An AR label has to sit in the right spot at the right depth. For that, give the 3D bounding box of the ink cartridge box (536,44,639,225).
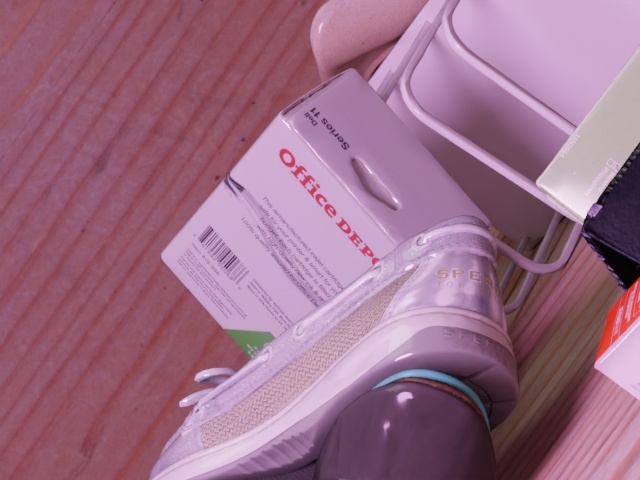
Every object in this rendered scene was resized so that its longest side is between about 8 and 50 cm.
[{"bbox_3d":[0.218,-0.070,0.935,0.171,0.056,0.235,-54,-22,8],"label":"ink cartridge box"}]

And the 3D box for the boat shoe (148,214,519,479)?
[{"bbox_3d":[-0.001,0.097,0.965,0.320,0.118,0.103,-42,35,46],"label":"boat shoe"}]

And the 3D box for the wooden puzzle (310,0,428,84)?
[{"bbox_3d":[0.143,-0.197,1.429,0.322,0.080,0.348,-26,-18,-2],"label":"wooden puzzle"}]

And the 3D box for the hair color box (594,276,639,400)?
[{"bbox_3d":[0.165,0.009,0.556,0.141,0.072,0.043,-51,3,31],"label":"hair color box"}]

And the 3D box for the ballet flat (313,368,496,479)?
[{"bbox_3d":[0.024,0.176,0.889,0.280,0.095,0.096,112,-179,-54],"label":"ballet flat"}]

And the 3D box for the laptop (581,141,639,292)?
[{"bbox_3d":[0.241,-0.055,0.740,0.234,0.136,0.264,-53,-24,0],"label":"laptop"}]

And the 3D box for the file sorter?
[{"bbox_3d":[0.126,-0.073,1.207,0.278,0.193,0.173,-51,5,49],"label":"file sorter"}]

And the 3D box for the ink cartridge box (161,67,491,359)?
[{"bbox_3d":[0.000,0.000,1.154,0.087,0.153,0.208,-39,-3,-40],"label":"ink cartridge box"}]
